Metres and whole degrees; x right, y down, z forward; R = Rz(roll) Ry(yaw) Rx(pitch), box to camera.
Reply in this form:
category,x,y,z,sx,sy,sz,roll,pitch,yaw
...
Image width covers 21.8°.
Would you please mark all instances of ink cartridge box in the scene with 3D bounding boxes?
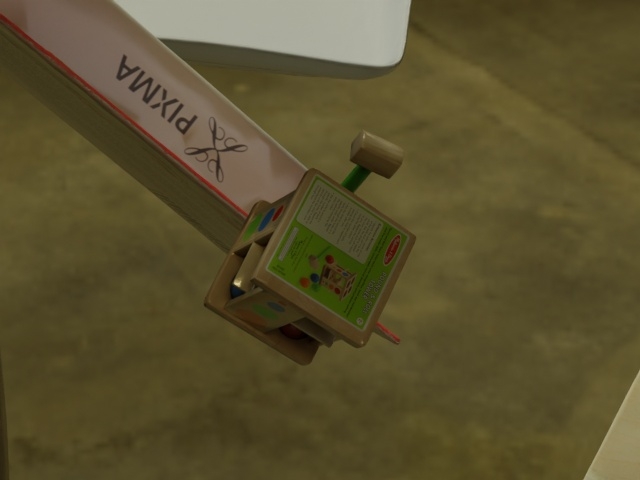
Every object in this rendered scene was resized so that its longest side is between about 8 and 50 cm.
category,x,y,z,sx,sy,sz,roll,pitch,yaw
ink cartridge box,-0.089,-0.071,0.976,0.296,0.066,0.261,40,-8,-25

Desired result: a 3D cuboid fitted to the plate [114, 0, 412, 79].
category,x,y,z,sx,sy,sz,roll,pitch,yaw
plate,-0.061,-0.206,1.321,0.278,0.045,0.277,7,37,4

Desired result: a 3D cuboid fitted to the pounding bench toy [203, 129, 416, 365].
category,x,y,z,sx,sy,sz,roll,pitch,yaw
pounding bench toy,0.000,0.000,0.673,0.052,0.083,0.065,33,-22,-15

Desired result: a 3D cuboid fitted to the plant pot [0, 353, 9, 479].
category,x,y,z,sx,sy,sz,roll,pitch,yaw
plant pot,-0.323,0.163,1.206,0.263,0.229,0.263,8,-11,2

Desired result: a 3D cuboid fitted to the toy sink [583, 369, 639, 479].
category,x,y,z,sx,sy,sz,roll,pitch,yaw
toy sink,0.254,0.142,1.006,0.153,0.131,0.234,26,-9,16
